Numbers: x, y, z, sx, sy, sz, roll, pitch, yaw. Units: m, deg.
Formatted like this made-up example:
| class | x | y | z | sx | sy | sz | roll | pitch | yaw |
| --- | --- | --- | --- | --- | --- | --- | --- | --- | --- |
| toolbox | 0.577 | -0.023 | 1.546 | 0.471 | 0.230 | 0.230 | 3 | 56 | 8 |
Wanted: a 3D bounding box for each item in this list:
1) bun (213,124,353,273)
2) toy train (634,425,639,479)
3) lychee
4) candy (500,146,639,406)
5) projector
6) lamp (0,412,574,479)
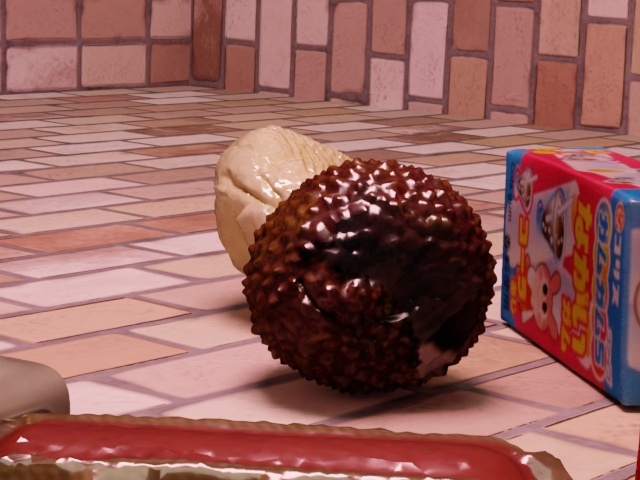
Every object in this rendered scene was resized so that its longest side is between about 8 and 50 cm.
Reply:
| class | x | y | z | sx | sy | sz | roll | pitch | yaw |
| --- | --- | --- | --- | --- | --- | --- | --- | --- | --- |
| bun | 0.000 | 0.000 | 1.529 | 0.220 | 0.134 | 0.220 | 28 | 15 | -8 |
| toy train | 0.285 | 0.131 | 0.974 | 0.204 | 0.083 | 0.131 | 11 | 13 | 34 |
| lychee | 0.033 | 0.026 | 1.284 | 0.188 | 0.188 | 0.188 | 2 | 9 | 0 |
| candy | 0.230 | 0.020 | 1.395 | 0.100 | 0.157 | 0.306 | 0 | 10 | -12 |
| projector | -0.194 | 0.111 | 0.969 | 0.083 | 0.083 | 0.082 | 8 | 11 | 28 |
| lamp | -0.022 | 0.143 | 0.595 | 0.274 | 0.177 | 0.177 | 5 | 9 | 1 |
